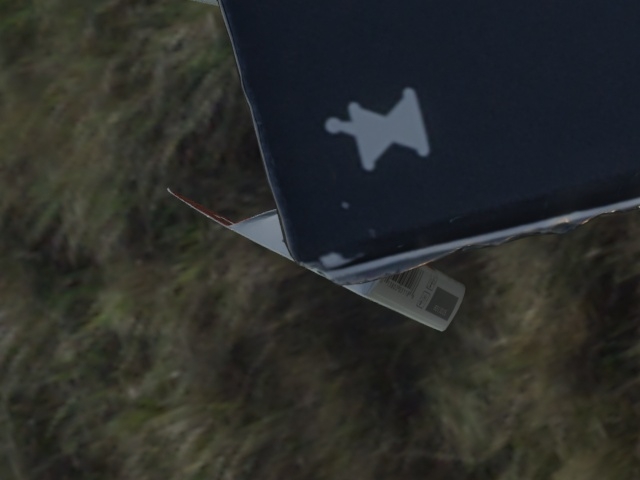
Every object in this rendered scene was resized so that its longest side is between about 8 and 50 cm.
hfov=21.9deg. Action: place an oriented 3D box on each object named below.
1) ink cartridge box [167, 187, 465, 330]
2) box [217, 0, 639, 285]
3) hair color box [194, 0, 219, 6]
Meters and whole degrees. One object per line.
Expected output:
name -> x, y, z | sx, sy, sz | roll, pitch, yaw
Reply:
ink cartridge box -> 0.000, 0.000, 1.169 | 0.179, 0.145, 0.045 | 30, 91, 28
box -> 0.065, -0.282, 0.658 | 0.472, 0.297, 0.480 | -84, -21, -79
hair color box -> -0.095, -0.248, 1.038 | 0.174, 0.347, 0.105 | -45, 46, 46
